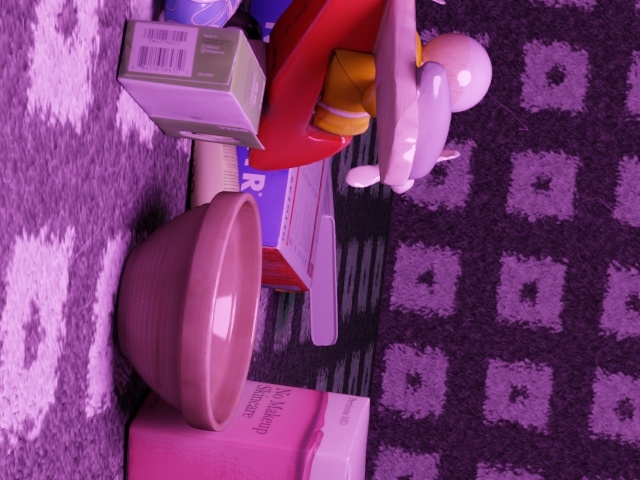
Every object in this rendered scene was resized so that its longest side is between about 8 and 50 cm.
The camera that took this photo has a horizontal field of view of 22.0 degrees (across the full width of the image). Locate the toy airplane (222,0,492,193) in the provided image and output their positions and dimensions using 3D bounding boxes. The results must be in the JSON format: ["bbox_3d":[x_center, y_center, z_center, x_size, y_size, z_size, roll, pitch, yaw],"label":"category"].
[{"bbox_3d":[0.078,-0.236,1.726,0.386,0.272,0.384,-67,-158,-6],"label":"toy airplane"}]

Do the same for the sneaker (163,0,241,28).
[{"bbox_3d":[-0.120,-0.252,1.656,0.081,0.080,0.211,-64,177,18],"label":"sneaker"}]

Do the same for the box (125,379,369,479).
[{"bbox_3d":[-0.074,0.232,1.724,0.148,0.232,0.127,-64,160,-67],"label":"box"}]

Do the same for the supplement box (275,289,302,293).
[{"bbox_3d":[-0.044,0.030,2.421,0.083,0.043,0.055,89,11,-46],"label":"supplement box"}]

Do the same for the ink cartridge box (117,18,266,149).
[{"bbox_3d":[-0.115,-0.148,1.583,0.209,0.109,0.062,58,40,-77],"label":"ink cartridge box"}]

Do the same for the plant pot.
[{"bbox_3d":[-0.133,0.064,1.625,0.237,0.110,0.237,7,90,-81],"label":"plant pot"}]

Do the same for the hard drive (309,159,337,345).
[{"bbox_3d":[0.000,0.000,2.477,0.307,0.040,0.203,-94,-178,-67],"label":"hard drive"}]

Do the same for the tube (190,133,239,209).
[{"bbox_3d":[-0.117,-0.070,1.829,0.070,0.062,0.240,-6,-96,60],"label":"tube"}]

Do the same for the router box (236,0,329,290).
[{"bbox_3d":[-0.048,-0.125,2.147,0.301,0.082,0.335,60,37,-76],"label":"router box"}]
